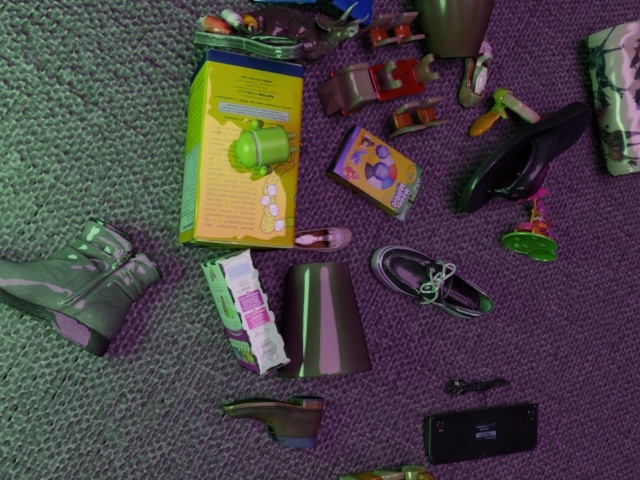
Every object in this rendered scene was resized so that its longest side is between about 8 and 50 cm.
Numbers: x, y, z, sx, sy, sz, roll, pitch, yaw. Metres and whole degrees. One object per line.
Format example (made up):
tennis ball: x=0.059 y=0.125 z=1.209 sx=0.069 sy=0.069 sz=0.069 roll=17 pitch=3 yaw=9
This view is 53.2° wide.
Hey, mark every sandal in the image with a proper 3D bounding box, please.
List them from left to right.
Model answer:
sandal: x=0.519 y=-0.195 z=1.538 sx=0.445 sy=0.168 sz=0.107 roll=-34 pitch=57 yaw=-19

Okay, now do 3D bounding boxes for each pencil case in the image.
pencil case: x=0.818 y=-0.380 z=1.682 sx=0.183 sy=0.160 sz=0.411 roll=-10 pitch=90 yaw=-14

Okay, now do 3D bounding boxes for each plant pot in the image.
plant pot: x=0.311 y=-0.544 z=1.488 sx=0.215 sy=0.215 sz=0.231 roll=-6 pitch=103 yaw=-22

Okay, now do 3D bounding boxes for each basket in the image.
basket: x=0.004 y=0.163 z=1.337 sx=0.204 sy=0.154 sz=0.227 roll=-1 pitch=83 yaw=-18

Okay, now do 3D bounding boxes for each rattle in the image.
rattle: x=0.487 y=-0.286 z=1.602 sx=0.199 sy=0.130 sz=0.143 roll=18 pitch=98 yaw=-50

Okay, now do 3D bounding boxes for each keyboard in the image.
keyboard: x=0.390 y=0.422 z=1.532 sx=0.317 sy=0.033 sz=0.202 roll=0 pitch=93 yaw=-22

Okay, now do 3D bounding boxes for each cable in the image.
cable: x=-0.144 y=-0.390 z=1.197 sx=0.139 sy=0.287 sz=0.072 roll=-14 pitch=117 yaw=-28

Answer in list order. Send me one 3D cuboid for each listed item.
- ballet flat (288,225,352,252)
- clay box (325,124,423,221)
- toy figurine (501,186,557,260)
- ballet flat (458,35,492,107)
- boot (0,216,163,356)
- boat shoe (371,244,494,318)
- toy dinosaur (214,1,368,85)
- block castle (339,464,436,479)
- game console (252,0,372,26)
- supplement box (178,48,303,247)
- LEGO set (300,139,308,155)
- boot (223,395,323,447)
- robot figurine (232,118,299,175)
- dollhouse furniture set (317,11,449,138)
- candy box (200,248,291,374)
ballet flat: x=0.000 y=0.000 z=1.394 sx=0.168 sy=0.052 sz=0.057 roll=-7 pitch=89 yaw=-22
clay box: x=0.136 y=-0.149 z=1.458 sx=0.222 sy=0.053 sz=0.128 roll=30 pitch=77 yaw=-16
toy figurine: x=0.539 y=-0.053 z=1.590 sx=0.173 sy=0.130 sz=0.159 roll=31 pitch=65 yaw=-39
ballet flat: x=0.391 y=-0.427 z=1.568 sx=0.073 sy=0.067 sz=0.206 roll=12 pitch=82 yaw=-20
boot: x=-0.481 y=0.043 z=1.183 sx=0.338 sy=0.118 sz=0.223 roll=39 pitch=71 yaw=-26
boat shoe: x=0.261 y=0.099 z=1.462 sx=0.306 sy=0.105 sz=0.113 roll=32 pitch=76 yaw=-17
toy dinosaur: x=-0.067 y=-0.439 z=1.377 sx=0.313 sy=0.121 sz=0.160 roll=18 pitch=75 yaw=13
block castle: x=0.079 y=0.617 z=1.252 sx=0.453 sy=0.303 sz=0.213 roll=-6 pitch=89 yaw=-21
game console: x=-0.011 y=-0.648 z=1.448 sx=0.250 sy=0.173 sz=0.293 roll=10 pitch=82 yaw=-52
supplement box: x=-0.160 y=-0.162 z=1.267 sx=0.195 sy=0.194 sz=0.357 roll=5 pitch=85 yaw=-21
LEGO set: x=-0.063 y=-0.186 z=1.402 sx=0.083 sy=0.023 sz=0.054 roll=-25 pitch=98 yaw=-34
boot: x=-0.093 y=0.380 z=1.317 sx=0.219 sy=0.082 sz=0.106 roll=4 pitch=82 yaw=-23
robot figurine: x=-0.099 y=-0.168 z=1.149 sx=0.115 sy=0.067 sz=0.101 roll=-13 pitch=100 yaw=-21
dollhouse furniture set: x=0.137 y=-0.359 z=1.454 sx=0.259 sy=0.135 sz=0.262 roll=-19 pitch=94 yaw=-33
candy box: x=-0.151 y=0.139 z=1.269 sx=0.071 sy=0.159 sz=0.234 roll=-22 pitch=95 yaw=-23
